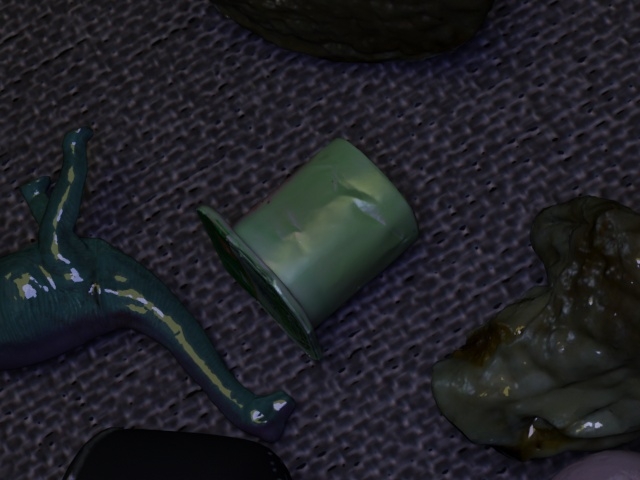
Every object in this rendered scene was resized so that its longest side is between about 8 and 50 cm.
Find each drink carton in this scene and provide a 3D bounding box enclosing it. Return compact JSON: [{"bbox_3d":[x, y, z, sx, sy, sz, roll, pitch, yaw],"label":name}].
[{"bbox_3d":[0.000,0.000,1.428,0.142,0.146,0.144,-39,67,-11],"label":"drink carton"}]

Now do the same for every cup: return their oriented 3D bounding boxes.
[{"bbox_3d":[-0.121,0.262,1.359,0.176,0.169,0.223,10,104,21],"label":"cup"}]

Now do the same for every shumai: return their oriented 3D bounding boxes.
[{"bbox_3d":[0.044,-0.335,1.484,0.330,0.292,0.288,-3,61,36],"label":"shumai"},{"bbox_3d":[0.230,0.102,1.286,0.203,0.222,0.272,-56,24,-13],"label":"shumai"}]

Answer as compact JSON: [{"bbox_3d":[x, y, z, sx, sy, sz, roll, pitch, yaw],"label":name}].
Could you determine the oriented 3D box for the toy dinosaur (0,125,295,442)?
[{"bbox_3d":[-0.252,0.100,1.482,0.383,0.129,0.331,-27,75,5],"label":"toy dinosaur"}]

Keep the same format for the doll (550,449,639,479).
[{"bbox_3d":[0.308,0.207,1.262,0.287,0.151,0.151,-17,67,11],"label":"doll"}]
